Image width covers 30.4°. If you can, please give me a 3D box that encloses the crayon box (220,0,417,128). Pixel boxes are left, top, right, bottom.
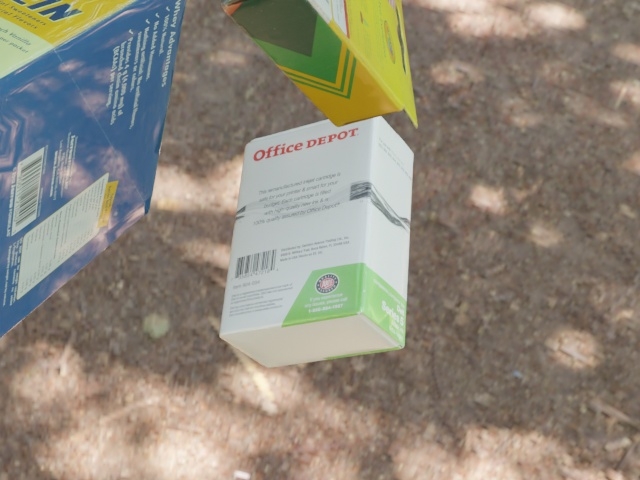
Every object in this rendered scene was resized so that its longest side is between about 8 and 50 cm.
[{"bbox_3d":[0.003,-0.248,1.166,0.081,0.318,0.202,-13,66,20],"label":"crayon box"}]

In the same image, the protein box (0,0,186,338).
[{"bbox_3d":[-0.199,-0.077,0.727,0.136,0.200,0.201,25,37,12],"label":"protein box"}]

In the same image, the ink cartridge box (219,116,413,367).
[{"bbox_3d":[0.000,0.000,1.435,0.198,0.115,0.273,-11,58,29],"label":"ink cartridge box"}]
